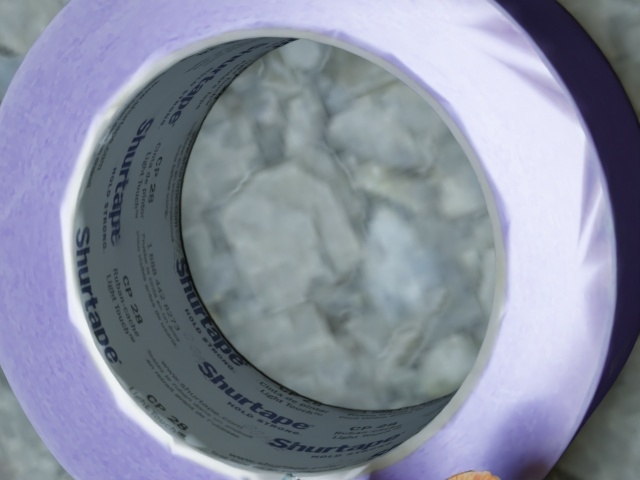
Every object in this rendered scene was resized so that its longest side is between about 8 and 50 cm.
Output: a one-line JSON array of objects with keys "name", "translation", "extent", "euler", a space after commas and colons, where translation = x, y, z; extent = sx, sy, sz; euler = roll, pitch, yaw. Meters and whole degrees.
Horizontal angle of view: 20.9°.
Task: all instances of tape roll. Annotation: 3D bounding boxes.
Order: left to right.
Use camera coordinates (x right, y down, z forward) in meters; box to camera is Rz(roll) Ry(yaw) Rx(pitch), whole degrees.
[{"name": "tape roll", "translation": [0.000, 0.000, 0.513], "extent": [0.189, 0.080, 0.189], "euler": [3, 99, 19]}]

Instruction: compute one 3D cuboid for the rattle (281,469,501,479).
[{"name": "rattle", "translation": [0.004, 0.164, 0.465], "extent": [0.130, 0.143, 0.199], "euler": [30, 148, 2]}]
